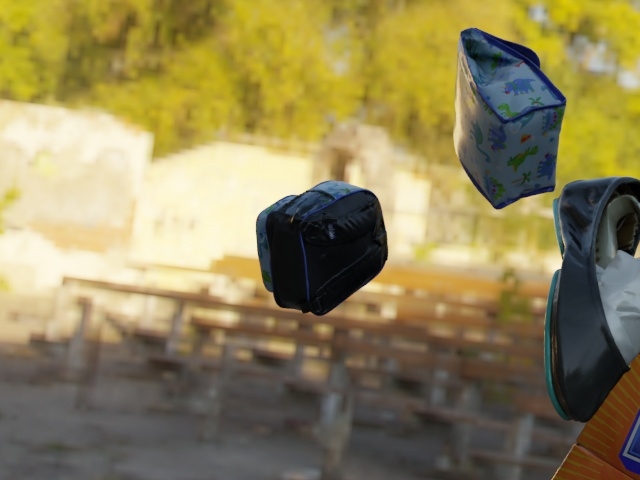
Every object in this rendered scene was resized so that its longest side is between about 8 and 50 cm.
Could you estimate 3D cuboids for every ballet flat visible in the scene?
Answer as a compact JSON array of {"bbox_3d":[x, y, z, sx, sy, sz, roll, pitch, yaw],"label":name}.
[{"bbox_3d":[0.238,0.032,1.615,0.096,0.280,0.095,-18,-55,21],"label":"ballet flat"}]

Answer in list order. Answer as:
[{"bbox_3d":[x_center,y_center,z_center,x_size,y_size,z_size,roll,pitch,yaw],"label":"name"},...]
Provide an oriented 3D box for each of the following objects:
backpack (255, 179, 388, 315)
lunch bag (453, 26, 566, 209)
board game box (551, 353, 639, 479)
[{"bbox_3d":[0.000,0.000,1.741,0.084,0.105,0.114,14,32,41],"label":"backpack"},{"bbox_3d":[0.184,-0.131,2.018,0.096,0.129,0.151,-18,46,-21],"label":"lunch bag"},{"bbox_3d":[0.447,0.326,2.042,0.356,0.356,0.356,32,-2,22],"label":"board game box"}]
